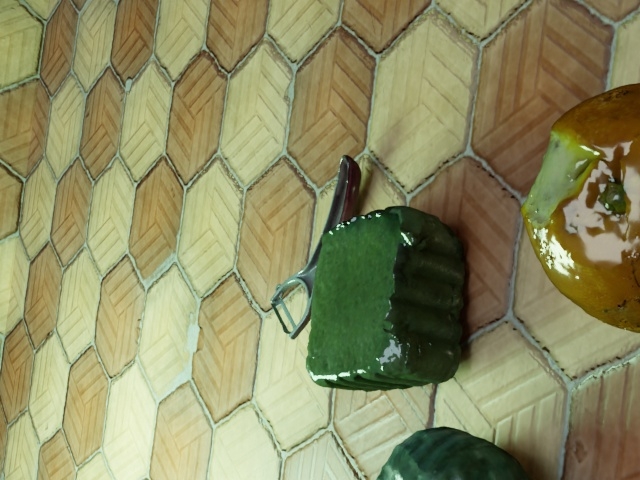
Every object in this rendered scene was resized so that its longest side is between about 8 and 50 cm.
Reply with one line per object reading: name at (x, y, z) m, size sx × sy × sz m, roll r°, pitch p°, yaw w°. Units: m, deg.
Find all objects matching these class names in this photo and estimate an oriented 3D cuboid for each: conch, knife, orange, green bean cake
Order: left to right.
knife at (0.002, 0.000, 1.636) m, size 0.278 × 0.053 × 0.123 m, roll -66°, pitch 33°, yaw 21°
green bean cake at (0.084, 0.075, 1.439) m, size 0.222 × 0.125 × 0.227 m, roll -20°, pitch 65°, yaw 55°
conch at (0.123, 0.323, 1.291) m, size 0.220 × 0.277 × 0.195 m, roll -93°, pitch -18°, yaw -64°
orange at (0.309, -0.028, 1.037) m, size 0.240 × 0.240 × 0.240 m, roll -16°, pitch 70°, yaw 54°
